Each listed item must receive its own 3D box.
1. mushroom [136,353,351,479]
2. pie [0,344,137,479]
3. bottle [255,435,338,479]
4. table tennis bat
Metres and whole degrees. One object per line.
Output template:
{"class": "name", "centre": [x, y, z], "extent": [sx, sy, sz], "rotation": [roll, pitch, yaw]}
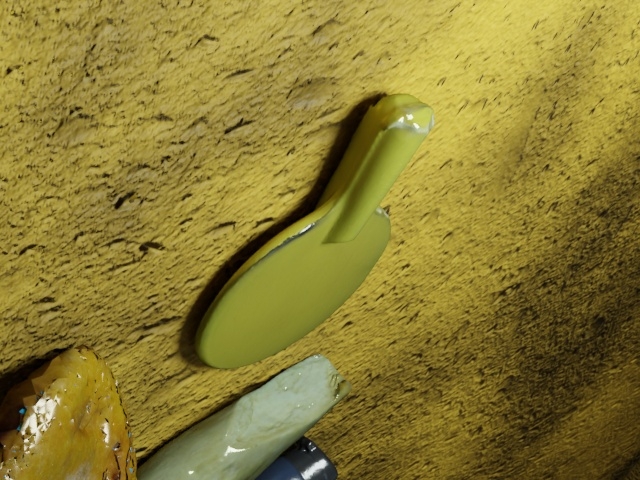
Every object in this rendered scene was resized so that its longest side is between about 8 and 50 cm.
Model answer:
{"class": "mushroom", "centre": [-0.102, 0.226, 1.647], "extent": [0.333, 0.087, 0.107], "rotation": [-37, 161, -22]}
{"class": "pie", "centre": [-0.221, 0.226, 1.321], "extent": [0.273, 0.069, 0.273], "rotation": [3, 90, -66]}
{"class": "bottle", "centre": [-0.088, 0.328, 1.848], "extent": [0.244, 0.072, 0.082], "rotation": [-35, 114, -21]}
{"class": "table tennis bat", "centre": [0.000, 0.000, 1.470], "extent": [0.224, 0.054, 0.369], "rotation": [-18, 150, -43]}
